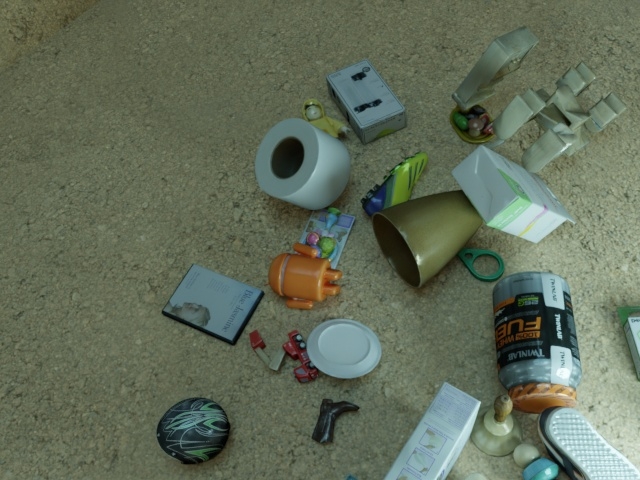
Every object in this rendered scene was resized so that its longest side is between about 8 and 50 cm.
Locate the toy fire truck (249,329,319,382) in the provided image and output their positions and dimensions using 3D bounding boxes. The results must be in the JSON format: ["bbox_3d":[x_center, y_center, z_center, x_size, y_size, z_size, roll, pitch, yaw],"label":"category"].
[{"bbox_3d":[-0.100,0.310,1.711,0.135,0.047,0.192,-25,58,-7],"label":"toy fire truck"}]

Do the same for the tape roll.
[{"bbox_3d":[-0.053,-0.227,1.920,0.246,0.169,0.246,-9,75,35],"label":"tape roll"}]

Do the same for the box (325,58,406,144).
[{"bbox_3d":[0.152,-0.473,2.158,0.169,0.087,0.290,-25,56,-8],"label":"box"}]

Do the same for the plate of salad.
[{"bbox_3d":[0.062,0.291,1.694,0.200,0.048,0.200,3,41,-3],"label":"plate of salad"}]

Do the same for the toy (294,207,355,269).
[{"bbox_3d":[0.000,0.000,1.893,0.137,0.056,0.237,14,60,18],"label":"toy"}]

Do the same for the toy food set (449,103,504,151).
[{"bbox_3d":[0.504,-0.387,2.055,0.128,0.071,0.218,-21,57,-5],"label":"toy food set"}]

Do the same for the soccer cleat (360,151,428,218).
[{"bbox_3d":[0.245,-0.161,1.956,0.121,0.093,0.289,47,67,-1],"label":"soccer cleat"}]

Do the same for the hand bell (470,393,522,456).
[{"bbox_3d":[0.412,0.399,1.455,0.126,0.242,0.126,-4,56,6],"label":"hand bell"}]

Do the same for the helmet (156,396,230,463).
[{"bbox_3d":[-0.313,0.469,1.573,0.169,0.161,0.169,-4,57,6],"label":"helmet"}]

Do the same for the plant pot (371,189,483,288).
[{"bbox_3d":[0.310,-0.033,1.757,0.254,0.237,0.237,-30,58,-12],"label":"plant pot"}]

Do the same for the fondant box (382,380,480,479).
[{"bbox_3d":[0.225,0.506,1.403,0.096,0.238,0.330,27,60,23],"label":"fondant box"}]

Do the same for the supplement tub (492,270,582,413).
[{"bbox_3d":[0.530,0.250,1.562,0.194,0.193,0.316,-1,57,8],"label":"supplement tub"}]

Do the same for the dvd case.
[{"bbox_3d":[-0.312,0.182,1.844,0.253,0.022,0.180,19,62,20],"label":"dvd case"}]

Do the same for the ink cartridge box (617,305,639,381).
[{"bbox_3d":[0.834,0.245,1.595,0.109,0.062,0.209,-5,56,7],"label":"ink cartridge box"}]

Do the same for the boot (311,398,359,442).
[{"bbox_3d":[0.038,0.461,1.597,0.106,0.037,0.114,0,53,25],"label":"boot"}]

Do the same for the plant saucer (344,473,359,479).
[{"bbox_3d":[0.128,0.630,1.485,0.192,0.018,0.067,29,66,23],"label":"plant saucer"}]

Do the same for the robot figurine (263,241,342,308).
[{"bbox_3d":[-0.052,0.101,1.792,0.219,0.158,0.128,8,43,14],"label":"robot figurine"}]

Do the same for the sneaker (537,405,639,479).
[{"bbox_3d":[0.617,0.507,1.435,0.126,0.127,0.321,-35,83,-7],"label":"sneaker"}]

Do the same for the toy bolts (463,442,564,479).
[{"bbox_3d":[0.441,0.533,1.403,0.229,0.218,0.158,-16,48,-23],"label":"toy bolts"}]

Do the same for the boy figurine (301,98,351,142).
[{"bbox_3d":[0.011,-0.353,2.102,0.177,0.092,0.285,-17,59,1],"label":"boy figurine"}]

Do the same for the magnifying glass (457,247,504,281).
[{"bbox_3d":[0.415,0.042,1.817,0.231,0.026,0.092,29,70,27],"label":"magnifying glass"}]

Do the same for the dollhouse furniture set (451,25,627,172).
[{"bbox_3d":[0.636,-0.406,1.940,0.362,0.256,0.394,-30,76,-32],"label":"dollhouse furniture set"}]

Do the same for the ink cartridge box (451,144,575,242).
[{"bbox_3d":[0.547,-0.116,1.778,0.119,0.353,0.207,-46,51,28],"label":"ink cartridge box"}]
